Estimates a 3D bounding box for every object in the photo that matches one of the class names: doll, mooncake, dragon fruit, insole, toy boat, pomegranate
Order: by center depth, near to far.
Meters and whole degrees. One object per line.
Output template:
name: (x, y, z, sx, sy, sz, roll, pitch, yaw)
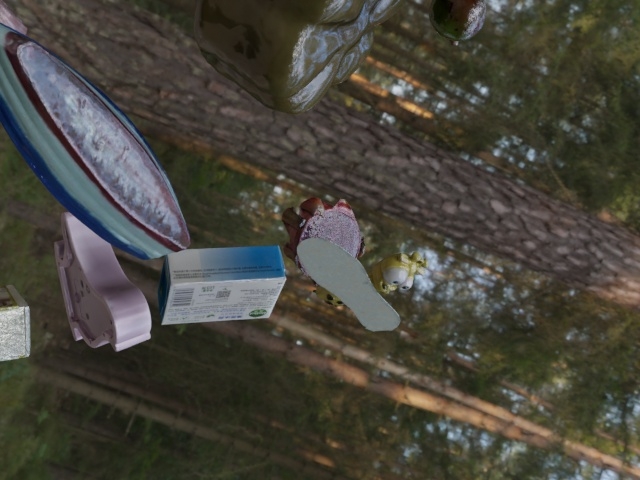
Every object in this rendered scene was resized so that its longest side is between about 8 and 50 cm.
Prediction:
toy boat: (-0.153, -0.061, 0.463, 0.080, 0.046, 0.229, -57, 147, -22)
insole: (0.040, 0.059, 0.863, 0.065, 0.197, 0.004, -26, -144, 25)
dragon fruit: (0.000, -0.005, 0.926, 0.112, 0.126, 0.068, -49, -145, -4)
mooncake: (-0.018, -0.475, 1.350, 0.467, 0.262, 0.467, -51, 171, -11)
pomegranate: (0.294, -0.484, 1.456, 0.130, 0.130, 0.130, -158, -90, -78)
doll: (0.117, 0.093, 1.600, 0.291, 0.117, 0.086, -20, -123, 30)

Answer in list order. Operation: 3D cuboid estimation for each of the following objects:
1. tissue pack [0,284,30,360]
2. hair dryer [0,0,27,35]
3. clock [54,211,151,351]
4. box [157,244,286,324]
tissue pack: (-0.625, 0.157, 1.321, 0.149, 0.099, 0.106, 22, -69, 53)
hair dryer: (-0.583, -0.307, 1.082, 0.210, 0.125, 0.352, -44, -153, -4)
clock: (-0.454, 0.077, 1.399, 0.275, 0.080, 0.290, 5, -72, 50)
box: (-0.170, 0.077, 1.164, 0.139, 0.194, 0.073, 117, -36, -51)
